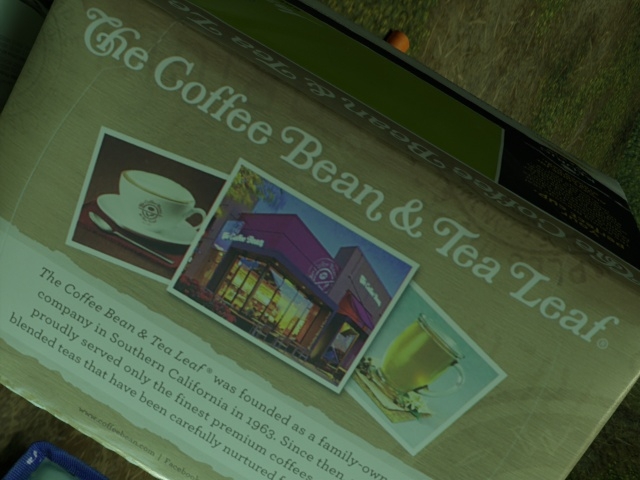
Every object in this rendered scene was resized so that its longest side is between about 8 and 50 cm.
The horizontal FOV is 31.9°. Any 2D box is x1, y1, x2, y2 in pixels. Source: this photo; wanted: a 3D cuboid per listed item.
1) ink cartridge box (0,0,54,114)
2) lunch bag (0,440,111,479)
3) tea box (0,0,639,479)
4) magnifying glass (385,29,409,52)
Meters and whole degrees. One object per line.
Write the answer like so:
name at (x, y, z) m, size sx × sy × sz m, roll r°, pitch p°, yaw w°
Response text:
ink cartridge box at (-0.187, -0.154, 0.576) m, size 0.150 × 0.109 × 0.063 m, roll -63°, pitch 159°, yaw 5°
lunch bag at (-0.264, 0.421, 0.957) m, size 0.385 × 0.239 × 0.327 m, roll -56°, pitch 161°, yaw -30°
tea box at (0.000, 0.000, 0.681) m, size 0.220 × 0.329 × 0.323 m, roll -59°, pitch 178°, yaw 17°
magnifying glass at (0.023, -0.133, 1.191) m, size 0.231 × 0.026 × 0.092 m, roll -52°, pitch 157°, yaw -16°
